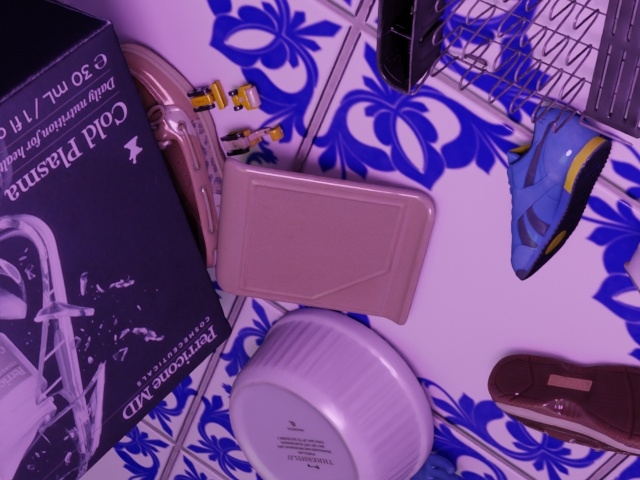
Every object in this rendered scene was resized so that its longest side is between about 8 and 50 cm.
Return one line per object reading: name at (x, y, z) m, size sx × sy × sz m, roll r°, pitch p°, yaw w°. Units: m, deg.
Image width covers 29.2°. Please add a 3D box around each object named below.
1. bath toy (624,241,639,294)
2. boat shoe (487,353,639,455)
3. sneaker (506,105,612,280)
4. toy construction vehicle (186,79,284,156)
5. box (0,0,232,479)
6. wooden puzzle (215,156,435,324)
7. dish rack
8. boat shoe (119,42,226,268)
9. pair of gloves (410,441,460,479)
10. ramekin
bath toy at (0.416, 0.121, 1.168) m, size 0.129 × 0.151 × 0.348 m, roll -30°, pitch 108°, yaw 10°
boat shoe at (0.316, 0.191, 1.360) m, size 0.257 × 0.095 × 0.095 m, roll 15°, pitch 151°, yaw 36°
sneaker at (0.217, -0.047, 1.210) m, size 0.082 × 0.069 × 0.209 m, roll 38°, pitch 144°, yaw 21°
toy construction vehicle at (-0.093, -0.143, 1.390) m, size 0.098 × 0.035 × 0.086 m, roll -8°, pitch 112°, yaw 41°
box at (-0.408, 0.044, 1.346) m, size 0.297 × 0.480 × 0.472 m, roll 25°, pitch 146°, yaw 36°
wooden puzzle at (0.000, 0.000, 1.409) m, size 0.238 × 0.044 × 0.221 m, roll 12°, pitch 139°, yaw 2°
dish rack at (0.181, -0.189, 1.069) m, size 0.271 × 0.074 × 0.208 m, roll 27°, pitch 142°, yaw 24°
boat shoe at (-0.174, -0.099, 1.447) m, size 0.104 × 0.089 × 0.285 m, roll -8°, pitch 123°, yaw 44°
pair of gloves at (0.132, 0.334, 1.648) m, size 0.159 × 0.023 × 0.198 m, roll 25°, pitch 127°, yaw 45°
ramekin at (0.002, 0.231, 1.579) m, size 0.272 × 0.127 × 0.273 m, roll 24°, pitch 133°, yaw 28°
